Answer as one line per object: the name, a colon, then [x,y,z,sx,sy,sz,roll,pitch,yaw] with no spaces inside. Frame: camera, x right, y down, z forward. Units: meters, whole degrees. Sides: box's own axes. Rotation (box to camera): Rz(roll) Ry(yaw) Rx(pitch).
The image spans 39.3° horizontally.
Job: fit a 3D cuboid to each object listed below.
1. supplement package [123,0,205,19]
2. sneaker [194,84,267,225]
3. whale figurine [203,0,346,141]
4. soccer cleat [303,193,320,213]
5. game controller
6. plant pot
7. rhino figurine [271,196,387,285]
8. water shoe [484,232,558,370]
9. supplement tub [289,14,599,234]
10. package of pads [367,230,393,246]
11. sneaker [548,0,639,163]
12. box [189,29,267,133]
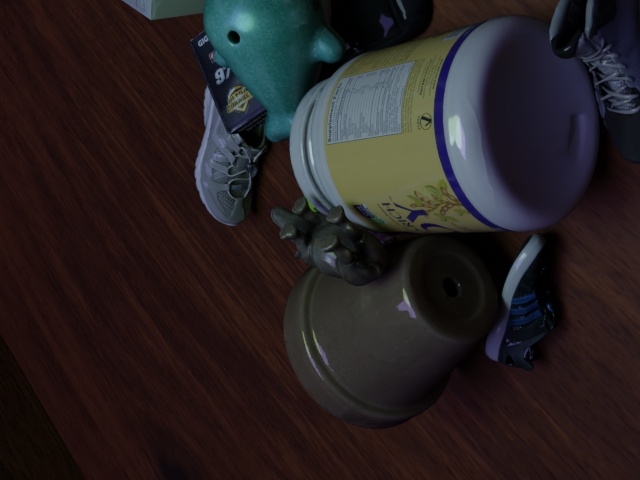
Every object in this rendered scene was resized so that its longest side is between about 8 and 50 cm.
supplement package: [-0.246,-0.476,1.471,0.203,0.194,0.149,38,132,35]
sneaker: [-0.149,-0.152,1.566,0.115,0.105,0.281,26,124,44]
whale figurine: [-0.071,-0.252,1.238,0.216,0.141,0.272,5,120,30]
soccer cleat: [0.015,-0.105,1.418,0.072,0.060,0.179,63,145,13]
game controller: [0.008,-0.323,1.285,0.319,0.067,0.166,-19,104,39]
plant pot: [0.112,0.103,1.211,0.229,0.263,0.263,-38,75,54]
rhino figurine: [0.000,0.000,1.162,0.106,0.073,0.243,41,170,-29]
water shoe: [0.278,0.081,1.174,0.080,0.073,0.203,22,127,16]
supplement tub: [0.140,-0.127,1.098,0.331,0.241,0.241,-2,104,52]
package of pads: [0.089,0.028,1.404,0.050,0.032,0.083,21,121,44]
sneaker: [0.299,-0.184,0.960,0.086,0.132,0.228,-4,102,52]
box: [-0.092,-0.294,1.427,0.220,0.051,0.175,-27,83,35]
